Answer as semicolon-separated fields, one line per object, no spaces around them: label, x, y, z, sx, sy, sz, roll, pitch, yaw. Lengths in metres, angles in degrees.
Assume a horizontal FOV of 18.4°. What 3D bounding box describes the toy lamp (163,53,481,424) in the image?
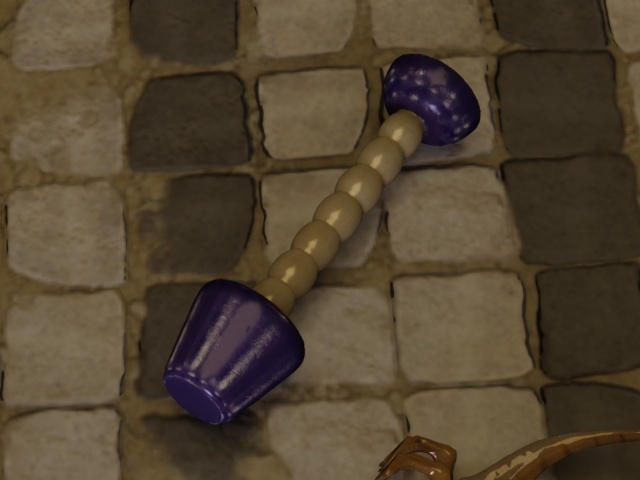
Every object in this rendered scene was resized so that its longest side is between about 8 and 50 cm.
toy lamp;0.000;0.000;1.232;0.080;0.080;0.275;31;61;16

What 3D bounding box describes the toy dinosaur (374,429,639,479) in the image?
toy dinosaur;0.090;0.156;1.157;0.112;0.064;0.211;42;75;2
